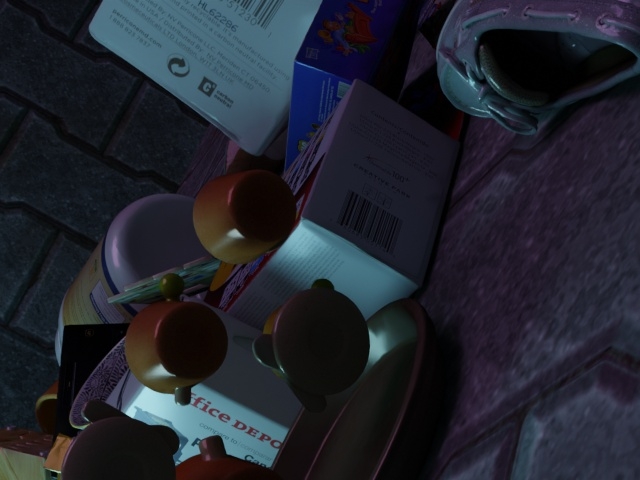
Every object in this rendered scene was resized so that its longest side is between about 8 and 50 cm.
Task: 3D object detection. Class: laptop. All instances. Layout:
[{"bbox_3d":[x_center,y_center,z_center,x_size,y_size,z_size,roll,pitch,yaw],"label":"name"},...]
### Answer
[{"bbox_3d":[-0.181,0.141,1.510,0.234,0.265,0.136,-96,6,-46],"label":"laptop"}]

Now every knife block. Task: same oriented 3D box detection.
[{"bbox_3d":[-0.344,0.368,1.609,0.276,0.088,0.242,3,94,42],"label":"knife block"}]

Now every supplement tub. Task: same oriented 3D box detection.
[{"bbox_3d":[-0.260,0.098,1.953,0.316,0.228,0.228,-48,17,46],"label":"supplement tub"}]

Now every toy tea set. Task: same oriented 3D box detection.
[{"bbox_3d":[-0.082,0.108,1.028,0.124,0.200,0.336,-20,41,60],"label":"toy tea set"}]

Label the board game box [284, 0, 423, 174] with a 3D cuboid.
[{"bbox_3d":[0.040,-0.188,1.466,0.347,0.078,0.233,99,-166,-65],"label":"board game box"}]

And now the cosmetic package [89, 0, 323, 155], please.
[{"bbox_3d":[-0.076,-0.404,1.982,0.327,0.329,0.393,-53,0,35],"label":"cosmetic package"}]

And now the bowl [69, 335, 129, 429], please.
[{"bbox_3d":[-0.185,0.160,1.406,0.170,0.080,0.170,-38,20,17],"label":"bowl"}]

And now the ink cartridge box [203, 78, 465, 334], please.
[{"bbox_3d":[0.000,0.000,1.316,0.309,0.130,0.271,-49,14,45],"label":"ink cartridge box"}]

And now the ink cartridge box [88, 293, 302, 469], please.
[{"bbox_3d":[-0.120,0.190,1.250,0.237,0.172,0.100,-52,15,35],"label":"ink cartridge box"}]

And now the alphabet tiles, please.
[{"bbox_3d":[-0.149,0.045,1.628,0.198,0.009,0.237,-20,-8,13],"label":"alphabet tiles"}]

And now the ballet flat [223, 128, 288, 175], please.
[{"bbox_3d":[-0.065,-0.224,2.287,0.124,0.116,0.342,-21,33,42],"label":"ballet flat"}]

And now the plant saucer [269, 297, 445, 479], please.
[{"bbox_3d":[0.019,0.174,1.023,0.277,0.041,0.278,-57,11,18],"label":"plant saucer"}]

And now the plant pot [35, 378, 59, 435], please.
[{"bbox_3d":[-0.229,0.211,1.676,0.188,0.205,0.205,-49,3,-34],"label":"plant pot"}]

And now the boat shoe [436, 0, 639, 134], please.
[{"bbox_3d":[0.169,-0.147,0.988,0.103,0.118,0.320,-59,17,-18],"label":"boat shoe"}]

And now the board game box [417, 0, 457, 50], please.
[{"bbox_3d":[0.173,-0.288,1.496,0.146,0.045,0.193,-57,12,14],"label":"board game box"}]

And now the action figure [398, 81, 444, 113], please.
[{"bbox_3d":[0.127,-0.163,1.427,0.115,0.030,0.038,-37,31,53],"label":"action figure"}]
